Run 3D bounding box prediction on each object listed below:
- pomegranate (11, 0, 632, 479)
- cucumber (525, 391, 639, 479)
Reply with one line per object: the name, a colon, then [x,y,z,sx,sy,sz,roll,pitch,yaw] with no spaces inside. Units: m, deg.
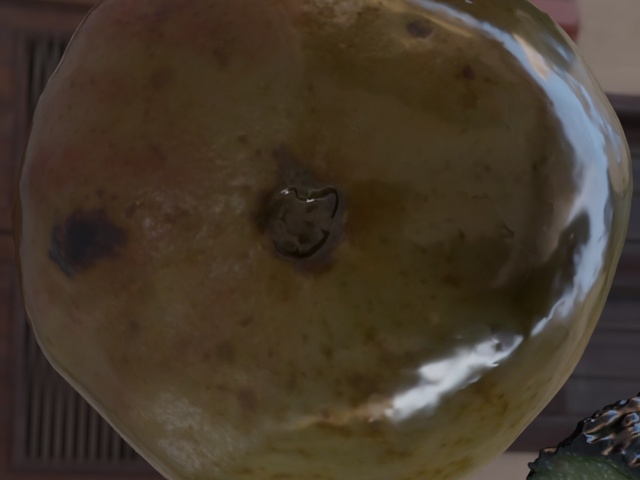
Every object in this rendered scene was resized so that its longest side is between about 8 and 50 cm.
pomegranate: [0.000,0.000,1.013,0.342,0.343,0.342,-177,-90,-75]
cucumber: [0.247,0.065,0.876,0.096,0.359,0.096,28,-50,40]
